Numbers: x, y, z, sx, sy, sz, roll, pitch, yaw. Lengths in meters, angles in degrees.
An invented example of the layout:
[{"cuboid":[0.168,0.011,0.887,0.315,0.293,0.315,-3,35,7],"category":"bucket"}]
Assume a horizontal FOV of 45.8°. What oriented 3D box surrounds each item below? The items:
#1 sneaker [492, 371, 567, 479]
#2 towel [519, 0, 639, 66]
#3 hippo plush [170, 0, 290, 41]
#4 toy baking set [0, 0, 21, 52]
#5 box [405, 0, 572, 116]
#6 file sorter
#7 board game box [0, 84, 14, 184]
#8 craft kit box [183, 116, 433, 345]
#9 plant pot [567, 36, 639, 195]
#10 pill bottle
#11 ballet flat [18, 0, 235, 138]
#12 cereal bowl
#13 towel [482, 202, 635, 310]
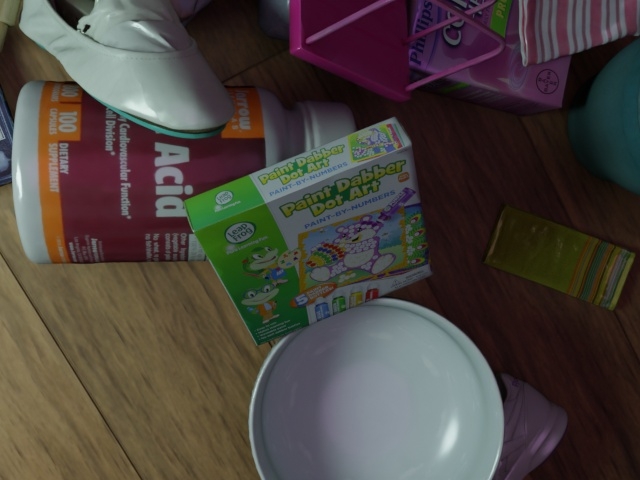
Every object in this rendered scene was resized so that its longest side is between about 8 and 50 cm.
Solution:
[{"cuboid":[0.226,0.334,1.128,0.152,0.114,0.305,41,78,1],"category":"sneaker"},{"cuboid":[0.354,-0.321,1.007,0.197,0.029,0.144,-17,122,-12],"category":"towel"},{"cuboid":[-0.104,-0.353,0.992,0.237,0.234,0.294,21,45,-30],"category":"hippo plush"},{"cuboid":[-0.469,-0.309,0.933,0.197,0.030,0.256,9,87,-8],"category":"toy baking set"},{"cuboid":[0.231,-0.313,1.081,0.243,0.117,0.213,12,90,-12],"category":"box"},{"cuboid":[0.095,-0.350,0.894,0.202,0.182,0.290,13,71,-44],"category":"file sorter"},{"cuboid":[-0.491,-0.173,0.968,0.165,0.042,0.243,-20,97,-11],"category":"board game box"},{"cuboid":[0.000,0.000,0.889,0.250,0.061,0.246,-22,138,-2],"category":"craft kit box"},{"cuboid":[0.498,-0.174,1.076,0.272,0.255,0.271,0,92,-12],"category":"plant pot"},{"cuboid":[-0.162,-0.083,0.950,0.392,0.224,0.224,-1,93,-12],"category":"pill bottle"},{"cuboid":[-0.237,-0.243,0.857,0.139,0.400,0.139,-26,134,-30],"category":"ballet flat"},{"cuboid":[0.071,0.241,1.048,0.339,0.141,0.338,0,89,-4],"category":"cereal bowl"},{"cuboid":[0.373,0.026,1.177,0.237,0.021,0.102,19,88,-12],"category":"towel"}]
